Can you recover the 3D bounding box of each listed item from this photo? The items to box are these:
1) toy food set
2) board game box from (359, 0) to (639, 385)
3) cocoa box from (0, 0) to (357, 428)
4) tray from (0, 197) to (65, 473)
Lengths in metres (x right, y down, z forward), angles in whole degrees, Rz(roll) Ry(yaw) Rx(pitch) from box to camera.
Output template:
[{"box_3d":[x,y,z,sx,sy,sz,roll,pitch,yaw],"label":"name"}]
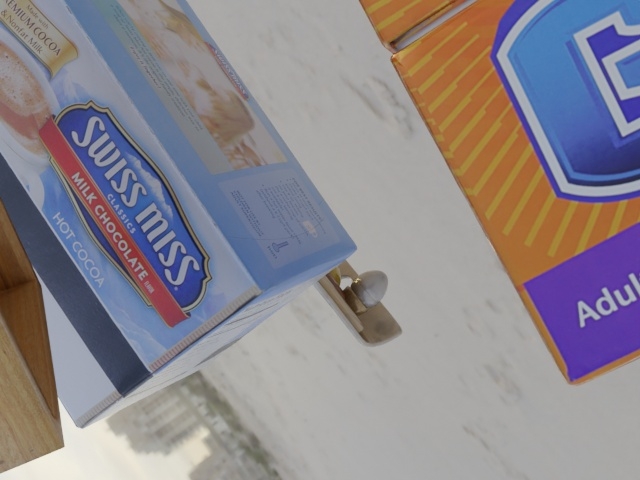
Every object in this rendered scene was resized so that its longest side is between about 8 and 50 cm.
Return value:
[{"box_3d":[0.000,0.000,1.322,0.220,0.092,0.306,52,178,41],"label":"toy food set"},{"box_3d":[0.241,-0.166,0.554,0.356,0.356,0.356,64,-162,13],"label":"board game box"},{"box_3d":[-0.176,-0.054,0.867,0.347,0.228,0.231,55,-157,6],"label":"cocoa box"},{"box_3d":[-0.254,-0.085,0.508,0.203,0.076,0.411,-128,18,-59],"label":"tray"}]
